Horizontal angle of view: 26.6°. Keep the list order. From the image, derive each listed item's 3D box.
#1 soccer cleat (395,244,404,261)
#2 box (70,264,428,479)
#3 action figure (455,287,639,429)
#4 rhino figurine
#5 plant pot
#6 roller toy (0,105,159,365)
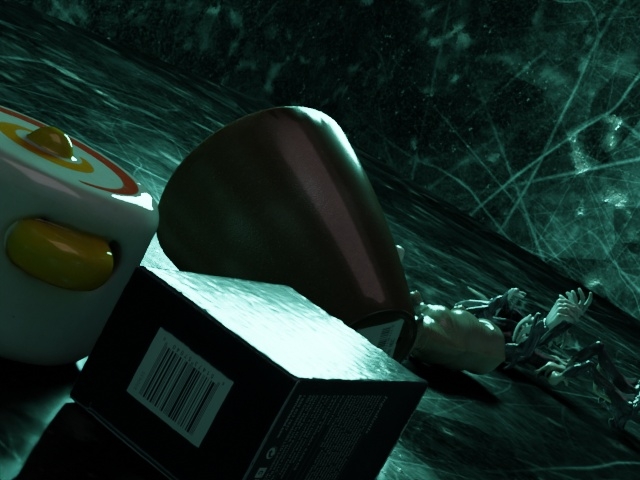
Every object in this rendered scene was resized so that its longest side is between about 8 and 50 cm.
[{"bbox_3d":[0.000,0.000,1.561,0.116,0.143,0.331,23,10,-32],"label":"soccer cleat"},{"bbox_3d":[-0.044,0.106,0.957,0.153,0.108,0.207,33,10,29],"label":"box"},{"bbox_3d":[0.316,0.129,1.818,0.276,0.141,0.164,31,21,7],"label":"action figure"},{"bbox_3d":[0.132,0.108,1.588,0.106,0.073,0.243,32,11,39],"label":"rhino figurine"},{"bbox_3d":[-0.011,0.026,1.280,0.215,0.215,0.230,19,27,-47],"label":"plant pot"},{"bbox_3d":[-0.220,-0.015,0.969,0.191,0.146,0.209,29,10,5],"label":"roller toy"}]
